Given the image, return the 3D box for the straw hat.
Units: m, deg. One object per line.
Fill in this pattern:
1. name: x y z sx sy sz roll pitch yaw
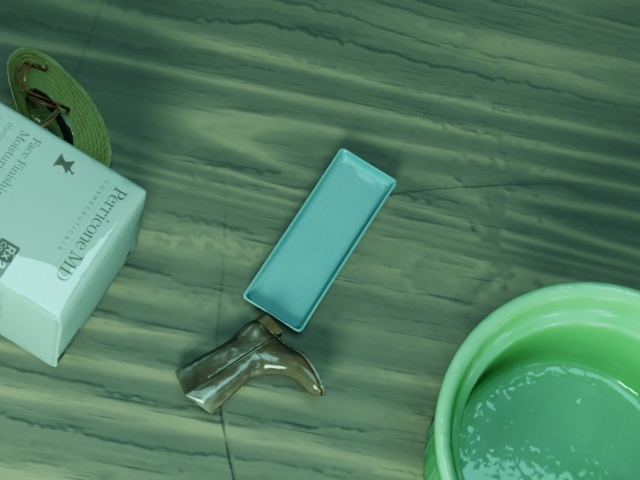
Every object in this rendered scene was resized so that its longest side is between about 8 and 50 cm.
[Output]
1. straw hat: -0.272 -0.110 1.728 0.061 0.144 0.144 -31 72 23

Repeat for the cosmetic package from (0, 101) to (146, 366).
1. cosmetic package: -0.277 -0.008 1.641 0.183 0.151 0.151 30 68 3

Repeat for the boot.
1. boot: -0.067 0.135 1.682 0.114 0.037 0.106 -34 65 -23

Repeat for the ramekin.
1. ramekin: 0.238 0.203 1.646 0.303 0.148 0.303 3 68 -9

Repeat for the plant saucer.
1. plant saucer: 0.000 0.000 1.757 0.067 0.018 0.192 32 66 4
